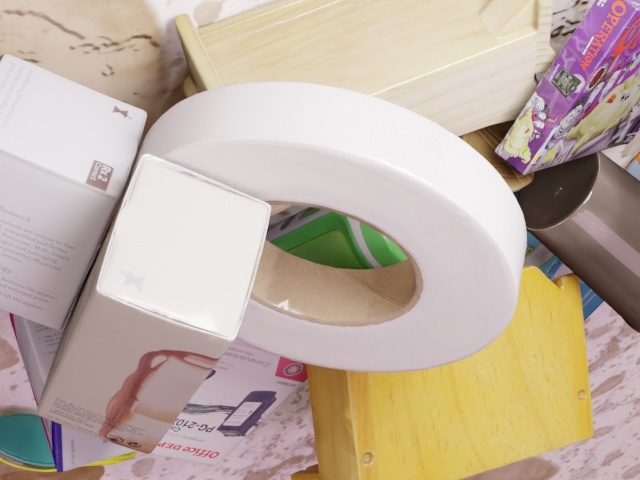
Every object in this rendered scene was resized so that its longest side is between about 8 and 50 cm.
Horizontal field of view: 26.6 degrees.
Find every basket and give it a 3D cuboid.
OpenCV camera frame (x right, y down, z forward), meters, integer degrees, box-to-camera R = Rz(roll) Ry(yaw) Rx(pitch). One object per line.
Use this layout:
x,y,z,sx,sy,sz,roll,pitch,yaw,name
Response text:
0.361,-0.010,1.668,0.227,0.204,0.154,36,107,-29,basket

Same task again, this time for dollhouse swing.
0.126,0.189,1.790,0.347,0.305,0.315,-12,101,-25,dollhouse swing

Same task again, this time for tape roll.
0.000,0.000,1.297,0.392,0.072,0.392,11,147,7,tape roll

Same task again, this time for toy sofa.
0.047,-0.180,1.373,0.362,0.150,0.177,-22,148,-7,toy sofa

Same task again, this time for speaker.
0.023,0.015,1.513,0.131,0.131,0.296,1,165,-33,speaker

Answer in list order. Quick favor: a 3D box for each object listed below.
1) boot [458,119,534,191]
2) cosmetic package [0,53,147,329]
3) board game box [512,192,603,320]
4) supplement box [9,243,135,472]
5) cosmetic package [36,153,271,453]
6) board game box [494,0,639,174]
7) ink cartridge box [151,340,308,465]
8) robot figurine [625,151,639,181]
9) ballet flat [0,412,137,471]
0.141,-0.053,1.550,0.203,0.095,0.262,-41,-176,22,boot
-0.275,-0.046,1.293,0.151,0.151,0.183,21,126,-11,cosmetic package
0.244,0.055,1.832,0.336,0.079,0.254,11,130,-39,board game box
-0.265,0.123,1.482,0.114,0.220,0.111,-13,142,-20,supplement box
-0.162,0.070,1.266,0.129,0.153,0.296,21,148,-10,cosmetic package
0.329,-0.184,1.492,0.347,0.056,0.208,-18,140,-57,board game box
-0.135,0.171,1.717,0.172,0.100,0.237,21,122,-45,ink cartridge box
0.519,-0.119,1.791,0.291,0.085,0.211,-43,141,21,robot figurine
-0.338,0.266,1.735,0.231,0.077,0.077,5,149,-39,ballet flat
